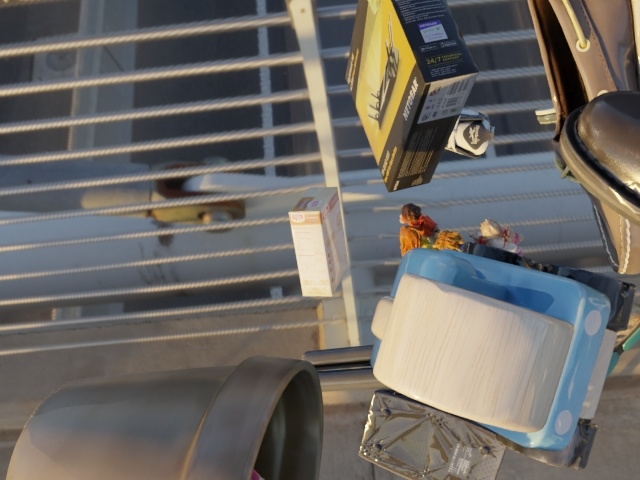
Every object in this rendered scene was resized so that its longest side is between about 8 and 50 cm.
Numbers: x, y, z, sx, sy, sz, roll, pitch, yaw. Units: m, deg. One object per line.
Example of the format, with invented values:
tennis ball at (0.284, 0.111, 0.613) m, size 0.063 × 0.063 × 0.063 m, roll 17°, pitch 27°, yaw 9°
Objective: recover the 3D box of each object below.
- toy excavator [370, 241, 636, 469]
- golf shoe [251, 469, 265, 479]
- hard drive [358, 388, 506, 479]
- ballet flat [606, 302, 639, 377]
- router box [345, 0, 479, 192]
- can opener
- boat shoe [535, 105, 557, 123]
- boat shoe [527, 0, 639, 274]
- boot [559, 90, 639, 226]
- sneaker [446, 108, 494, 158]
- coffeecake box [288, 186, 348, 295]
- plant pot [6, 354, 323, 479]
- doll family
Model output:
toy excavator at (0.152, 0.103, 0.706) m, size 0.445 × 0.433 × 0.222 m, roll 16°, pitch 90°, yaw -32°
golf shoe at (-0.028, 0.315, 0.711) m, size 0.306 × 0.140 × 0.115 m, roll 20°, pitch 54°, yaw 7°
hard drive at (0.210, 0.379, 1.285) m, size 0.254 × 0.172 × 0.054 m, roll 17°, pitch 24°, yaw 16°
ballet flat at (0.558, 0.202, 1.323) m, size 0.206 × 0.073 × 0.067 m, roll -46°, pitch 48°, yaw -4°
router box at (0.124, -0.252, 1.047) m, size 0.081 × 0.309 × 0.243 m, roll -14°, pitch 68°, yaw -10°
can opener at (0.091, 0.193, 1.092) m, size 0.283 × 0.095 × 0.076 m, roll -9°, pitch 61°, yaw 22°
boat shoe at (0.683, -0.297, 1.723) m, size 0.319 × 0.116 × 0.099 m, roll -5°, pitch 100°, yaw -22°
boat shoe at (0.274, -0.112, 0.671) m, size 0.096 × 0.116 × 0.324 m, roll -14°, pitch 107°, yaw 1°
boot at (0.228, -0.092, 0.234) m, size 0.263 × 0.229 × 0.091 m, roll 15°, pitch 48°, yaw 25°
sneaker at (0.249, -0.213, 1.319) m, size 0.153 × 0.235 × 0.094 m, roll 18°, pitch 105°, yaw 39°
coffeecake box at (0.000, 0.000, 1.404) m, size 0.068 × 0.186 × 0.142 m, roll -1°, pitch 23°, yaw 18°
plant pot at (-0.169, 0.273, 0.760) m, size 0.280 × 0.323 × 0.323 m, roll 7°, pitch 66°, yaw 15°
doll family at (0.239, 0.015, 1.265) m, size 0.263 × 0.163 × 0.118 m, roll 14°, pitch 74°, yaw 39°
